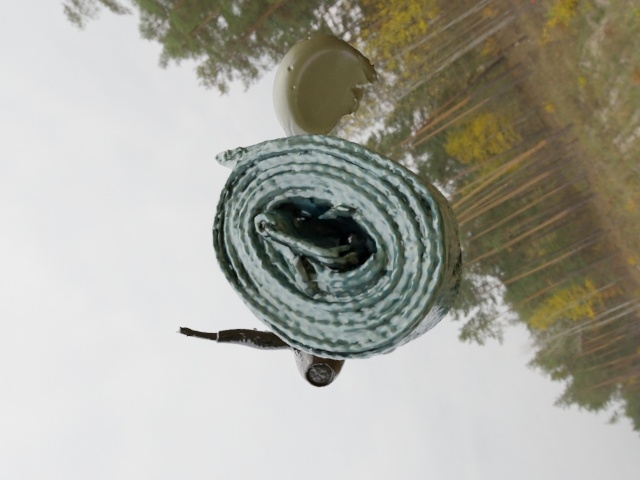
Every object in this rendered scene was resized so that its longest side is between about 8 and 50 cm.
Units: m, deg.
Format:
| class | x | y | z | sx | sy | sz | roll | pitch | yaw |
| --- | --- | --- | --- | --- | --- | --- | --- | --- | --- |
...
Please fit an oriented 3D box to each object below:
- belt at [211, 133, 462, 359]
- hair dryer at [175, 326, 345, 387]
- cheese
| class | x | y | z | sx | sy | sz | roll | pitch | yaw |
| --- | --- | --- | --- | --- | --- | --- | --- | --- | --- |
| belt | 0.007 | 0.003 | 0.356 | 0.082 | 0.163 | 0.148 | 12 | -104 | -62 |
| hair dryer | -0.117 | 0.182 | 1.130 | 0.304 | 0.359 | 0.120 | -94 | 11 | -65 |
| cheese | -0.006 | -0.277 | 1.011 | 0.175 | 0.203 | 0.091 | 29 | -173 | -20 |
